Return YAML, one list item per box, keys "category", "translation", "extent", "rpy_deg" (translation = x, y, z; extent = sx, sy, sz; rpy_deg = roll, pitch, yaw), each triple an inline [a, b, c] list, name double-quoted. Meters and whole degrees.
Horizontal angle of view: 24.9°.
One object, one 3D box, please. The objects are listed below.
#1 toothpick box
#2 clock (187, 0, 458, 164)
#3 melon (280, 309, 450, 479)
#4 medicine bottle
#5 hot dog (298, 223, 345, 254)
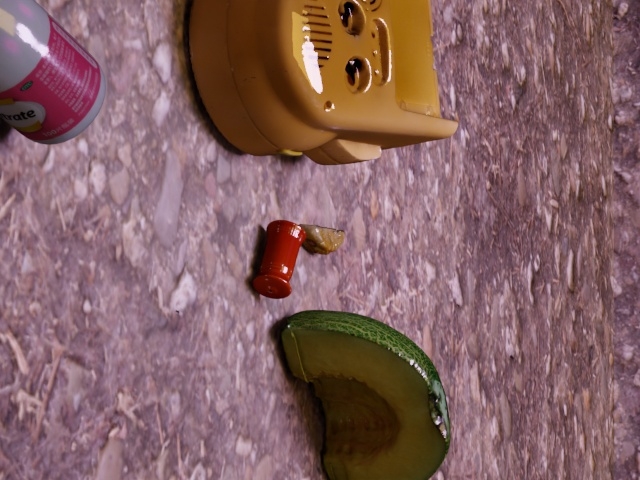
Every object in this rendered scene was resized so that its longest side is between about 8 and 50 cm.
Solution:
- category: "toothpick box"
  translation: [-0.047, 0.023, 1.628]
  extent: [0.047, 0.047, 0.083]
  rpy_deg: [56, 38, -45]
- category: "clock"
  translation: [-0.005, -0.213, 1.622]
  extent: [0.317, 0.200, 0.244]
  rpy_deg: [-1, 83, -56]
- category: "melon"
  translation: [0.075, 0.176, 1.713]
  extent: [0.129, 0.169, 0.265]
  rpy_deg: [-57, 137, -55]
- category: "medicine bottle"
  translation: [-0.264, -0.164, 1.160]
  extent: [0.216, 0.090, 0.090]
  rpy_deg: [45, 46, -52]
- category: "hot dog"
  translation: [0.000, 0.000, 1.751]
  extent: [0.090, 0.030, 0.034]
  rpy_deg: [9, 85, -64]
